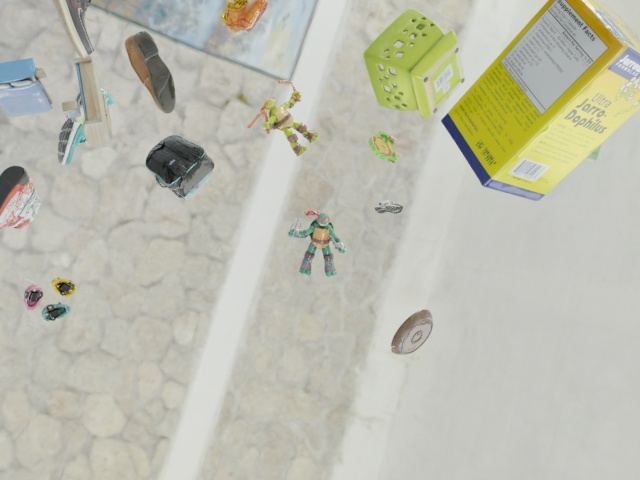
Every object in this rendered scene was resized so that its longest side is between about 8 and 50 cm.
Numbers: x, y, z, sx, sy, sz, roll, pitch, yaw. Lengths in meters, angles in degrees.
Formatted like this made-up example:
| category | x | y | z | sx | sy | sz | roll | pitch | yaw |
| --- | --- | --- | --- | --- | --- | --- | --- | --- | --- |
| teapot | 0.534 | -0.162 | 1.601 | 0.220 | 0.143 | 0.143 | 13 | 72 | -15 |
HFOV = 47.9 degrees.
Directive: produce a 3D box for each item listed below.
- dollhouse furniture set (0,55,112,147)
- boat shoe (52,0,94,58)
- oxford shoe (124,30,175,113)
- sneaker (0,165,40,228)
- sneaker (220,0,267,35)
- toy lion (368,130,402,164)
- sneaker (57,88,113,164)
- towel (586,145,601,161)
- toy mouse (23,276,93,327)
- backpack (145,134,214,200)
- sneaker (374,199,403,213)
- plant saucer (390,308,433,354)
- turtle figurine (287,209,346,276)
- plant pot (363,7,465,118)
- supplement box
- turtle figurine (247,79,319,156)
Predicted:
| category | x | y | z | sx | sy | sz | roll | pitch | yaw |
| --- | --- | --- | --- | --- | --- | --- | --- | --- | --- |
| dollhouse furniture set | -0.730 | -0.325 | 1.925 | 0.286 | 0.304 | 0.198 | 107 | -29 | -70 |
| boat shoe | -0.563 | -0.561 | 1.632 | 0.103 | 0.092 | 0.285 | 26 | -44 | 63 |
| oxford shoe | -0.435 | -0.424 | 1.841 | 0.076 | 0.212 | 0.076 | -4 | -155 | 37 |
| sneaker | -0.835 | -0.055 | 1.885 | 0.145 | 0.090 | 0.270 | 84 | 26 | -54 |
| sneaker | -0.161 | -0.463 | 1.471 | 0.064 | 0.067 | 0.175 | -58 | -155 | -15 |
| toy lion | 0.160 | -0.242 | 1.842 | 0.034 | 0.096 | 0.100 | -40 | -139 | 34 |
| sneaker | -0.755 | -0.361 | 2.309 | 0.107 | 0.110 | 0.275 | 28 | -90 | 53 |
| towel | 0.637 | -0.266 | 1.822 | 0.023 | 0.152 | 0.113 | -56 | 158 | -62 |
| toy mouse | -0.627 | 0.137 | 1.640 | 0.143 | 0.161 | 0.031 | -51 | -133 | 5 |
| backpack | -0.430 | -0.225 | 2.186 | 0.166 | 0.188 | 0.144 | -50 | 151 | -13 |
| sneaker | 0.225 | -0.114 | 2.331 | 0.109 | 0.040 | 0.043 | 5 | -128 | 44 |
| plant saucer | 0.281 | 0.282 | 2.159 | 0.029 | 0.168 | 0.168 | 42 | -64 | 35 |
| turtle figurine | 0.000 | 0.000 | 2.153 | 0.118 | 0.175 | 0.234 | -60 | 160 | -49 |
| plant pot | 0.292 | -0.512 | 2.137 | 0.207 | 0.227 | 0.228 | 34 | -107 | 34 |
| supplement box | 0.447 | -0.273 | 1.394 | 0.356 | 0.195 | 0.194 | -48 | -130 | 33 |
| turtle figurine | -0.119 | -0.373 | 2.305 | 0.087 | 0.217 | 0.269 | -26 | -158 | 47 |
